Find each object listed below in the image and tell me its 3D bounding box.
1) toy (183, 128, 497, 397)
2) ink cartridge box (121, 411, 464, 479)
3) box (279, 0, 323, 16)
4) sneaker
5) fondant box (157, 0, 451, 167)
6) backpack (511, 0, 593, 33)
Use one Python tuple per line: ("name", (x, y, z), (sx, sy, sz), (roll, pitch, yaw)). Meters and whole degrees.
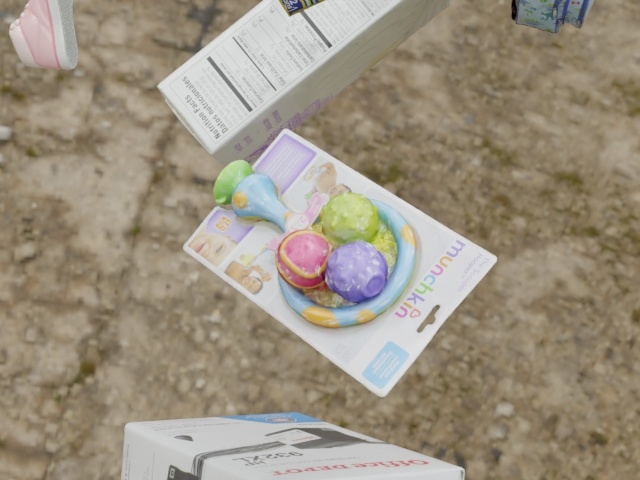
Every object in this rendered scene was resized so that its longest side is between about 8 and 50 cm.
("toy", (0.000, 0.000, 0.930), (0.237, 0.056, 0.137), (33, 79, 38))
("ink cartridge box", (-0.037, 0.263, 1.200), (0.223, 0.129, 0.307), (3, 2, -33))
("box", (0.004, -0.198, 0.668), (0.054, 0.059, 0.169), (-19, 35, 26))
("sneaker", (-0.301, -0.248, 1.281), (0.070, 0.134, 0.051), (-1, 9, 14))
("fondant box", (-0.004, -0.215, 1.299), (0.096, 0.330, 0.238), (52, 0, 3))
("backpack", (0.240, -0.273, 1.208), (0.084, 0.114, 0.105), (14, 79, 13))
